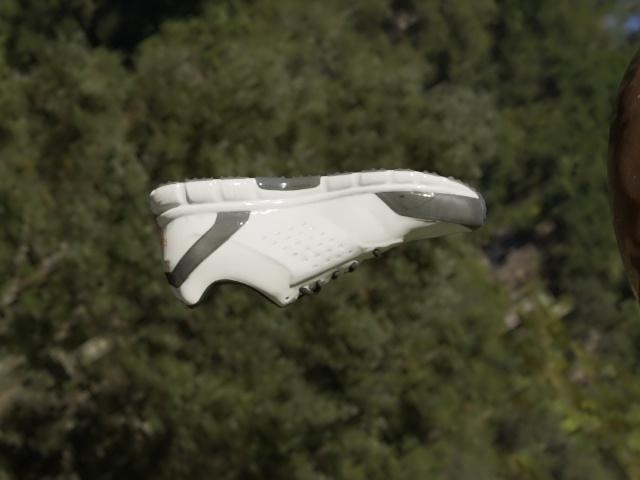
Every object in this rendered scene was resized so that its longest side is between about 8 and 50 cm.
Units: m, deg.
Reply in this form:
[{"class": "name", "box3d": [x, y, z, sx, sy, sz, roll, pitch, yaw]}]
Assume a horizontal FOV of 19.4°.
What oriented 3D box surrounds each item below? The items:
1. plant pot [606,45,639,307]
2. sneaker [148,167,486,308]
[{"class": "plant pot", "box3d": [0.229, -0.048, 0.521, 0.215, 0.215, 0.230, 56, -32, 12]}, {"class": "sneaker", "box3d": [0.000, 0.000, 0.607, 0.040, 0.109, 0.044, 73, 12, -82]}]
